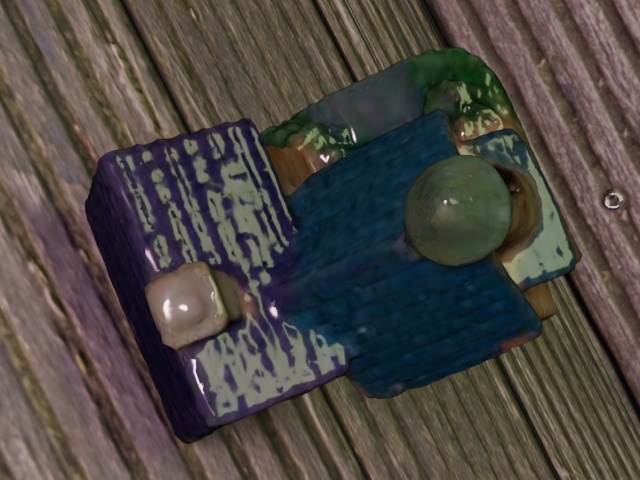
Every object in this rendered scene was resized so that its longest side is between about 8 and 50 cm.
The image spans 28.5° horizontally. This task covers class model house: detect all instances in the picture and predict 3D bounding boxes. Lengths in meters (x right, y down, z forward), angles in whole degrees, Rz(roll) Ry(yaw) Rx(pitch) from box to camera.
[{"bbox_3d":[0.000,0.000,0.901,0.280,0.312,0.245,0,68,-67],"label":"model house"}]
